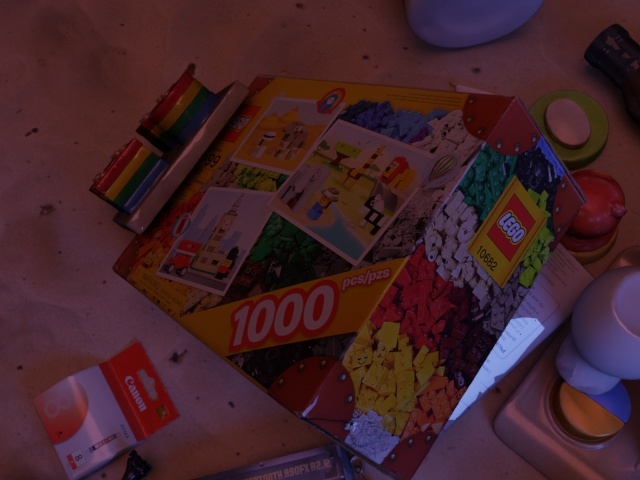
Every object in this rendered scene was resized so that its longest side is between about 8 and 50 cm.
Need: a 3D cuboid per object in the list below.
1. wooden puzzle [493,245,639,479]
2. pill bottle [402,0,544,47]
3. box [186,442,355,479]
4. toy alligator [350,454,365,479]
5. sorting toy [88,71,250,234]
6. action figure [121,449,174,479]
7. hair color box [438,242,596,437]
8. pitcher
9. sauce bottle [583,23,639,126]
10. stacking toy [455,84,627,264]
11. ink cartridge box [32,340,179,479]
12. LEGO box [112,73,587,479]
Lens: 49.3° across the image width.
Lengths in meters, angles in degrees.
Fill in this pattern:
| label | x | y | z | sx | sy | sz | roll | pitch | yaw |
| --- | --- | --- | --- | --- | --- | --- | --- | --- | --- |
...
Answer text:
| label | x | y | z | sx | sy | sz | roll | pitch | yaw |
| --- | --- | --- | --- | --- | --- | --- | --- | --- | --- |
| wooden puzzle | 0.460 | 0.218 | 0.930 | 0.322 | 0.080 | 0.347 | 38 | 82 | 17 |
| pill bottle | 0.218 | -0.537 | 1.132 | 0.224 | 0.224 | 0.391 | -9 | 71 | 6 |
| box | -0.058 | 0.395 | 0.955 | 0.231 | 0.056 | 0.182 | -17 | 67 | 7 |
| toy alligator | 0.089 | 0.378 | 0.951 | 0.056 | 0.051 | 0.189 | -31 | 71 | -2 |
| sorting toy | -0.246 | -0.142 | 1.059 | 0.089 | 0.257 | 0.255 | 38 | 80 | -18 |
| action figure | -0.319 | 0.427 | 0.954 | 0.164 | 0.141 | 0.275 | 37 | 78 | 14 |
| hair color box | 0.174 | 0.112 | 0.934 | 0.347 | 0.105 | 0.174 | -44 | 96 | 4 |
| pitcher | 0.375 | 0.089 | 0.842 | 0.126 | 0.207 | 0.177 | 33 | 74 | 17 |
| sauce bottle | 0.535 | -0.185 | 1.031 | 0.111 | 0.111 | 0.344 | -38 | 70 | -4 |
| stacking toy | 0.303 | -0.128 | 1.038 | 0.309 | 0.130 | 0.279 | 9 | 74 | 11 |
| ink cartridge box | -0.327 | 0.256 | 1.059 | 0.179 | 0.045 | 0.145 | -34 | 71 | 0 |
| LEGO box | 0.000 | 0.000 | 0.882 | 0.500 | 0.193 | 0.372 | 21 | 74 | 52 |
